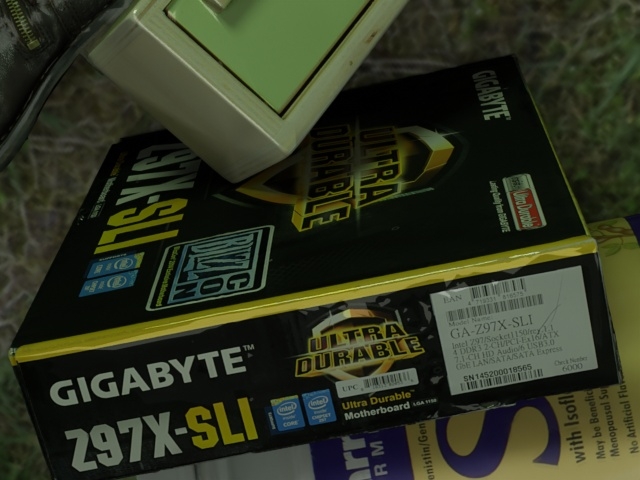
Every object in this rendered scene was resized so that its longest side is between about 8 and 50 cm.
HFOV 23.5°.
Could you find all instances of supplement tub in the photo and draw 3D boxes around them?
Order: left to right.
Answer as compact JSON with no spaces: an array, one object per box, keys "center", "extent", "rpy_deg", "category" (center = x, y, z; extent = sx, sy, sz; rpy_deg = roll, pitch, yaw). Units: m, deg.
[{"center":[0.079,0.124,0.881],"extent":[0.331,0.241,0.241],"rpy_deg":[-11,109,4],"category":"supplement tub"}]

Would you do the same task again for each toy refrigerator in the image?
[{"center":[0.010,-0.167,0.787],"extent":[0.102,0.094,0.269],"rpy_deg":[42,70,-12],"category":"toy refrigerator"}]

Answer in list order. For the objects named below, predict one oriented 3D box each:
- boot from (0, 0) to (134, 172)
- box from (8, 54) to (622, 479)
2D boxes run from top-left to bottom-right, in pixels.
[{"center":[-0.217,-0.154,0.810],"extent":[0.263,0.091,0.229],"rpy_deg":[-40,112,8],"category":"boot"},{"center":[0.000,0.000,0.798],"extent":[0.257,0.322,0.079],"rpy_deg":[-13,110,6],"category":"box"}]
